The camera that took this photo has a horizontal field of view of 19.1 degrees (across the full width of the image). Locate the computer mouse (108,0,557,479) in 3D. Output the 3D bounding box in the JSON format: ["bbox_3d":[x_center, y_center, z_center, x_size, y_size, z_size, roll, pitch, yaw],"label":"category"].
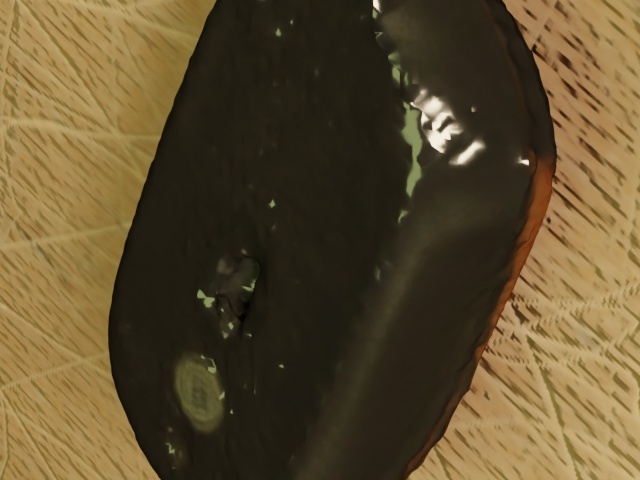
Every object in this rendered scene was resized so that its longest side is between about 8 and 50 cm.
[{"bbox_3d":[0.003,-0.001,0.862,0.183,0.116,0.323,42,129,24],"label":"computer mouse"}]
